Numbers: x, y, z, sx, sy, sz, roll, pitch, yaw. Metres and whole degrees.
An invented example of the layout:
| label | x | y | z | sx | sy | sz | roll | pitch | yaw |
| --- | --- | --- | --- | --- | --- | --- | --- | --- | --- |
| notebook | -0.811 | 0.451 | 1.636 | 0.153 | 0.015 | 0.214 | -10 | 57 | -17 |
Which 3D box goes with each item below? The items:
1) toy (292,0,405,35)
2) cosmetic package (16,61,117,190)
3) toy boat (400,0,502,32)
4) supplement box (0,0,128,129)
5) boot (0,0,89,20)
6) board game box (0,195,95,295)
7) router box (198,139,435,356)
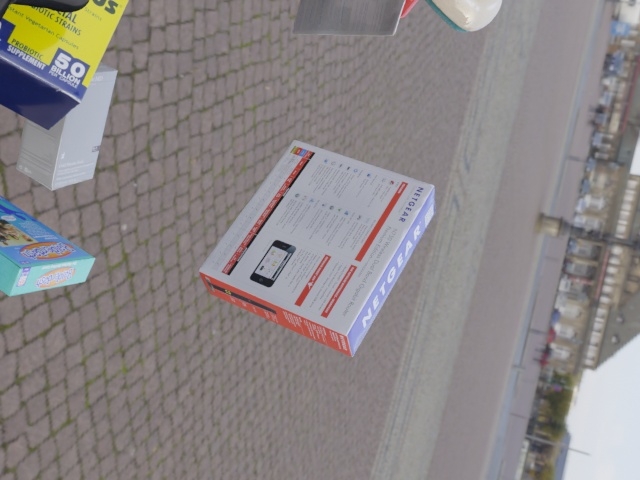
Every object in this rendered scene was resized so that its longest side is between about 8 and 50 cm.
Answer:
| label | x | y | z | sx | sy | sz | roll | pitch | yaw |
| --- | --- | --- | --- | --- | --- | --- | --- | --- | --- |
| toy | 0.050 | -0.272 | 0.733 | 0.237 | 0.056 | 0.137 | 34 | -69 | 63 |
| cosmetic package | -0.486 | -0.232 | 1.373 | 0.127 | 0.107 | 0.238 | -34 | 151 | -61 |
| toy boat | 0.232 | -0.540 | 1.543 | 0.318 | 0.268 | 0.148 | -36 | -179 | -34 |
| supplement box | -0.431 | -0.395 | 1.159 | 0.194 | 0.195 | 0.357 | 28 | 68 | -29 |
| boot | -0.423 | -0.199 | 0.831 | 0.367 | 0.146 | 0.446 | 77 | 29 | -82 |
| board game box | -0.459 | -0.001 | 1.037 | 0.047 | 0.210 | 0.160 | -63 | 164 | 12 |
| router box | 0.000 | 0.000 | 1.286 | 0.336 | 0.301 | 0.082 | -56 | 154 | -26 |
